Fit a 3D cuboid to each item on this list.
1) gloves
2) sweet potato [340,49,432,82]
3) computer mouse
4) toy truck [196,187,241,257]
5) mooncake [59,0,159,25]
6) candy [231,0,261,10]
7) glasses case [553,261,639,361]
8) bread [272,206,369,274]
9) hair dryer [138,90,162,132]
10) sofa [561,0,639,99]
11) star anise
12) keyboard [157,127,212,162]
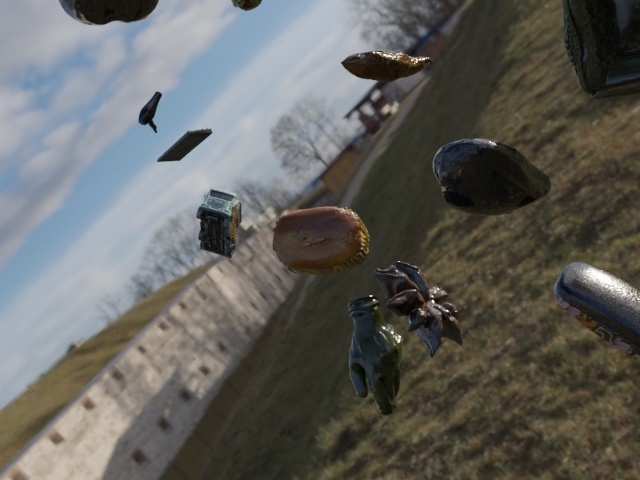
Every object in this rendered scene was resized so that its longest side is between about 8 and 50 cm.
[{"bbox_3d":[0.124,0.257,1.896,0.135,0.268,0.107,-15,-2,-3],"label":"gloves"},{"bbox_3d":[0.126,-0.320,1.550,0.205,0.060,0.068,-10,-1,-36],"label":"sweet potato"},{"bbox_3d":[0.266,-0.081,1.325,0.137,0.086,0.269,-7,-14,31],"label":"computer mouse"},{"bbox_3d":[-0.219,-0.051,1.895,0.178,0.080,0.115,98,-169,-58],"label":"toy truck"},{"bbox_3d":[-0.377,-0.489,1.487,0.245,0.245,0.133,-44,-7,-27],"label":"mooncake"},{"bbox_3d":[-0.091,-0.596,1.928,0.287,0.078,0.084,-31,-21,-32],"label":"candy"},{"bbox_3d":[0.591,0.153,1.600,0.122,0.321,0.082,-42,-20,-46],"label":"glasses case"},{"bbox_3d":[0.000,0.000,1.741,0.190,0.132,0.114,-8,-14,10],"label":"bread"},{"bbox_3d":[-0.348,-0.259,1.766,0.083,0.031,0.079,86,-153,-63],"label":"hair dryer"},{"bbox_3d":[0.548,-0.383,1.474,0.200,0.258,0.182,-3,26,37],"label":"sofa"},{"bbox_3d":[0.176,0.107,1.430,0.065,0.182,0.195,-43,-13,25],"label":"star anise"},{"bbox_3d":[-0.282,-0.194,1.749,0.055,0.014,0.176,-12,-8,-33],"label":"keyboard"}]
